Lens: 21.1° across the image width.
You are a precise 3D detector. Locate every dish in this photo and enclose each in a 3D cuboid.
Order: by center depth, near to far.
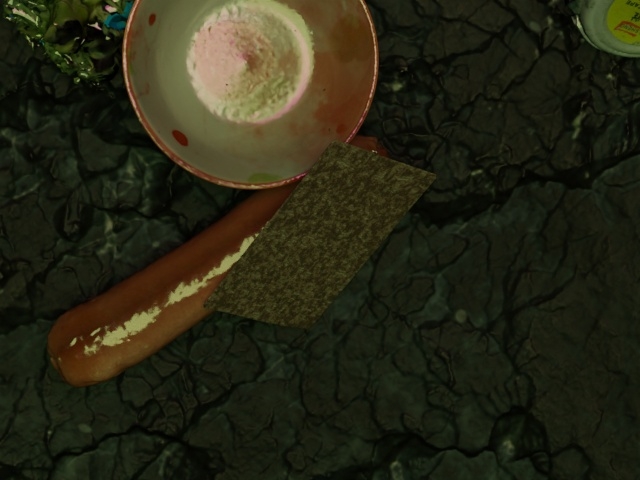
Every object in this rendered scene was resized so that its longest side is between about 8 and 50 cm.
[{"bbox_3d":[-0.076,-0.182,1.758,0.260,0.085,0.260,0,92,-11],"label":"dish"}]

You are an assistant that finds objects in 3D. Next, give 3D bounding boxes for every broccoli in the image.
[{"bbox_3d":[-0.250,-0.233,1.719,0.154,0.160,0.167,16,121,-19],"label":"broccoli"}]

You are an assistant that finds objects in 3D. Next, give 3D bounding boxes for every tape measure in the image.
[{"bbox_3d":[0.405,-0.239,1.773,0.330,0.084,0.164,15,143,-24],"label":"tape measure"}]

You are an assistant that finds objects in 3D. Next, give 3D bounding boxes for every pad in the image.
[{"bbox_3d":[0.000,0.000,1.775,0.158,0.003,0.235,16,121,-43],"label":"pad"}]

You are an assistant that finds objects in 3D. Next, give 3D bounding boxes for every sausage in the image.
[{"bbox_3d":[-0.105,0.020,1.807,0.419,0.094,0.094,-35,141,5],"label":"sausage"}]
